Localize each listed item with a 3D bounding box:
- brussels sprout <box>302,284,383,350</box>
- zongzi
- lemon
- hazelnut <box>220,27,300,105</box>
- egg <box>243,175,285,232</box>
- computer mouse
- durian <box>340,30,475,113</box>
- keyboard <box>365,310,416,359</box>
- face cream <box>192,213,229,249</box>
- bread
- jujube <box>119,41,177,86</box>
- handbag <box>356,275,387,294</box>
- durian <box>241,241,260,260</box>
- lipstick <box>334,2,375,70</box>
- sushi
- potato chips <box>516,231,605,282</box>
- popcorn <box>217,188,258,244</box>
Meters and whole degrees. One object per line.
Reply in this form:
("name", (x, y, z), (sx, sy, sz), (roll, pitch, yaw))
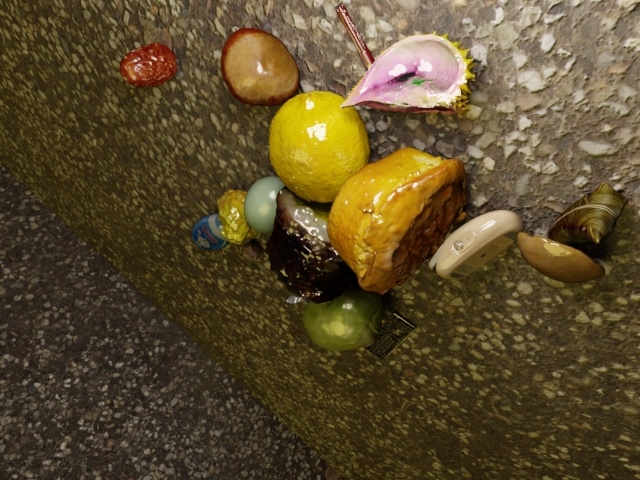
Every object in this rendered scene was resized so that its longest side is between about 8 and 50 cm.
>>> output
("brussels sprout", (0.076, 0.255, 1.629), (0.274, 0.242, 0.316), (-1, 162, 3))
("zongzi", (0.528, -0.007, 0.987), (0.084, 0.184, 0.187), (37, 144, 7))
("lemon", (0.001, -0.227, 1.194), (0.254, 0.253, 0.310), (13, 139, 33))
("hazelnut", (-0.161, -0.419, 1.196), (0.210, 0.186, 0.210), (12, 141, 10))
("egg", (-0.162, -0.111, 1.532), (0.168, 0.168, 0.231), (41, 146, 1))
("computer mouse", (0.375, 0.008, 1.156), (0.236, 0.145, 0.081), (-42, 57, 28))
("durian", (0.205, -0.340, 0.992), (0.261, 0.154, 0.186), (27, 120, 29))
("keyboard", (0.250, 0.361, 1.772), (0.106, 0.027, 0.317), (35, 145, 8))
("face cream", (-0.428, -0.035, 1.934), (0.149, 0.083, 0.264), (48, 144, -14))
("bread", (0.186, -0.061, 1.129), (0.204, 0.358, 0.336), (42, 142, 27))
("jujube", (-0.513, -0.520, 1.419), (0.109, 0.176, 0.112), (-25, 103, 48))
("handbag", (0.188, 0.071, 1.495), (0.157, 0.059, 0.212), (38, 143, 3))
("durian", (-0.274, 0.045, 1.876), (0.080, 0.080, 0.091), (61, -177, -26))
("lipstick", (0.085, -0.449, 1.071), (0.027, 0.027, 0.176), (-12, 117, 49))
("sushi", (0.001, 0.001, 1.383), (0.299, 0.281, 0.294), (56, 144, 27))
("potato chips", (0.530, 0.052, 1.074), (0.195, 0.061, 0.208), (24, 174, 27))
("popcorn", (-0.287, -0.089, 1.690), (0.197, 0.156, 0.197), (45, 145, 45))
